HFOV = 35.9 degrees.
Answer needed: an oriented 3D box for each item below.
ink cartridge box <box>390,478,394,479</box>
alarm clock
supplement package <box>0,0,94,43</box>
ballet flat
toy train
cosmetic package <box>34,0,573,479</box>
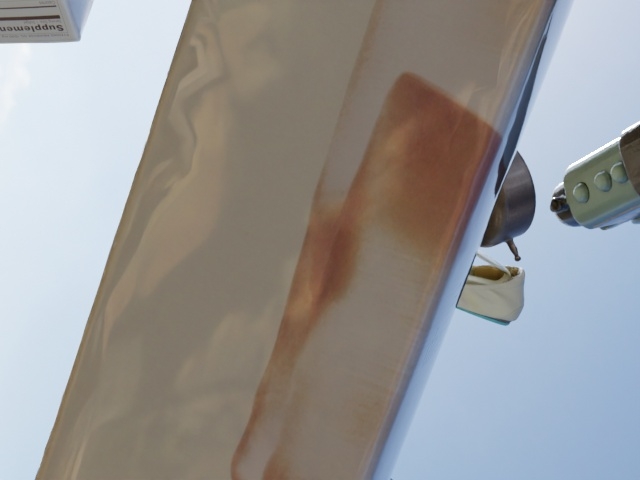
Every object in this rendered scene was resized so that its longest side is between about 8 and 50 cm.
[{"bbox_3d":[-0.004,0.278,0.951,0.140,0.082,0.190,-58,-157,-15],"label":"ink cartridge box"},{"bbox_3d":[0.185,-0.075,1.142,0.129,0.064,0.192,30,-48,54],"label":"alarm clock"},{"bbox_3d":[-0.256,-0.282,0.727,0.244,0.133,0.139,83,9,-50],"label":"supplement package"},{"bbox_3d":[0.139,0.035,1.195,0.086,0.248,0.086,-167,-90,-74],"label":"ballet flat"},{"bbox_3d":[0.447,-0.097,1.315,0.334,0.190,0.142,145,-68,-66],"label":"toy train"},{"bbox_3d":[0.000,0.000,0.422,0.153,0.129,0.296,-23,134,-76],"label":"cosmetic package"}]
